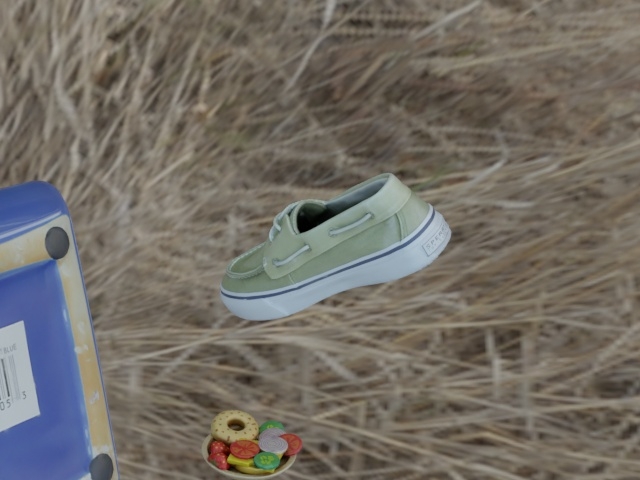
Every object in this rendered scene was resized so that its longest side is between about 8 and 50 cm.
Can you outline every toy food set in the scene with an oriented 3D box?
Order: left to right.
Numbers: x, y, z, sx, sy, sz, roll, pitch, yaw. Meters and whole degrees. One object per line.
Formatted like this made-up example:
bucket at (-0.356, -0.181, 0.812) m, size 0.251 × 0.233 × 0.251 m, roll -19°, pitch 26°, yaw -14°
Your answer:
toy food set at (-0.059, 0.175, 1.585) m, size 0.082 × 0.083 × 0.020 m, roll 11°, pitch 118°, yaw 11°

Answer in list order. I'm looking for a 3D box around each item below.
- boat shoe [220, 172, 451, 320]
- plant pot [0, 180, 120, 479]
boat shoe at (0.000, 0.000, 1.873) m, size 0.094 × 0.302 × 0.109 m, roll 55°, pitch 45°, yaw -17°
plant pot at (-0.257, 0.084, 1.062) m, size 0.236 × 0.212 × 0.236 m, roll -22°, pitch 108°, yaw -51°
